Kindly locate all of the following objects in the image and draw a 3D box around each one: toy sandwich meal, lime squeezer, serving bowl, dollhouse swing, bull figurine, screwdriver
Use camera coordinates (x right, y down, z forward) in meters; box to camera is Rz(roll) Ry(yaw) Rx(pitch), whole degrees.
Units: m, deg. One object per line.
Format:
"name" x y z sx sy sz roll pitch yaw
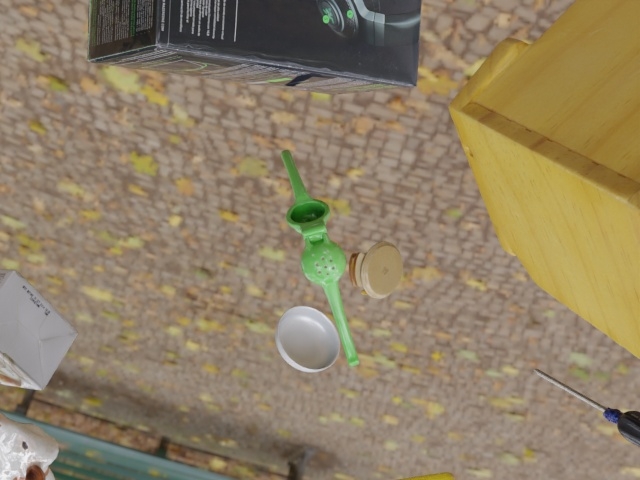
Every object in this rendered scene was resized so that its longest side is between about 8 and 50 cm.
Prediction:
"toy sandwich meal" 0.075 0.039 1.354 0.029 0.085 0.085 11 160 48
"lime squeezer" 0.000 0.000 1.284 0.059 0.310 0.110 -23 161 13
"serving bowl" -0.019 0.120 1.202 0.083 0.083 0.027 23 142 -18
"dollhouse swing" 0.369 -0.105 1.089 0.347 0.305 0.315 42 162 57
"bull figurine" -0.378 0.306 1.133 0.188 0.101 0.310 -6 140 -12
"screwdriver" 0.217 0.133 0.802 0.024 0.025 0.170 48 167 -26

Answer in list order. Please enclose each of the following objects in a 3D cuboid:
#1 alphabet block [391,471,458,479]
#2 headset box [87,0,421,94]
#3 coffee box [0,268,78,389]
"alphabet block" 0.138 0.468 1.453 0.192 0.193 0.197 -15 139 18
"headset box" -0.039 -0.262 0.871 0.283 0.246 0.131 1 -177 -36
"coffee box" -0.463 0.109 1.326 0.247 0.098 0.141 1 141 34
